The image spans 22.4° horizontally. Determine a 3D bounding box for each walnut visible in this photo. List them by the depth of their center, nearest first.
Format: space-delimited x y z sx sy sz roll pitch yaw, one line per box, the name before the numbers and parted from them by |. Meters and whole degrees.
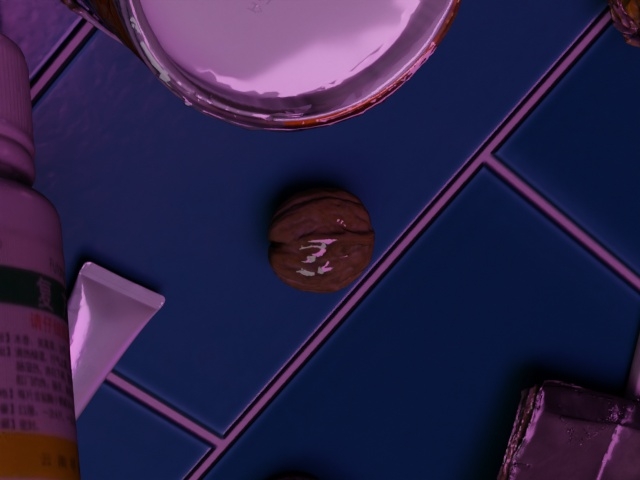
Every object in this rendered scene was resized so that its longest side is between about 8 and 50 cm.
walnut | 0.000 0.000 1.282 0.092 0.092 0.092 -8 119 -15

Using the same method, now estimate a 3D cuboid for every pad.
pad | 0.260 0.224 1.471 0.233 0.022 0.174 14 99 -26

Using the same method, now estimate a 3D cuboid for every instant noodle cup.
instant noodle cup | -0.038 -0.217 1.073 0.296 0.214 0.296 -8 118 -15

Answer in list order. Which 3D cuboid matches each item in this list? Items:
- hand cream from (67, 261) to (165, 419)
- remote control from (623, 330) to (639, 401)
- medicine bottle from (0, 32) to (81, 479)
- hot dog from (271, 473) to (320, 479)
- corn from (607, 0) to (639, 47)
hand cream | -0.206 0.114 1.287 0.078 0.050 0.205 28 101 -29
remote control | 0.329 0.098 1.477 0.087 0.029 0.190 0 117 -19
medicine bottle | -0.267 0.041 1.046 0.208 0.208 0.340 -1 74 -19
hot dog | 0.024 0.310 1.454 0.268 0.075 0.144 37 97 -33
corn | 0.291 -0.288 1.215 0.115 0.115 0.318 -2 117 -19
